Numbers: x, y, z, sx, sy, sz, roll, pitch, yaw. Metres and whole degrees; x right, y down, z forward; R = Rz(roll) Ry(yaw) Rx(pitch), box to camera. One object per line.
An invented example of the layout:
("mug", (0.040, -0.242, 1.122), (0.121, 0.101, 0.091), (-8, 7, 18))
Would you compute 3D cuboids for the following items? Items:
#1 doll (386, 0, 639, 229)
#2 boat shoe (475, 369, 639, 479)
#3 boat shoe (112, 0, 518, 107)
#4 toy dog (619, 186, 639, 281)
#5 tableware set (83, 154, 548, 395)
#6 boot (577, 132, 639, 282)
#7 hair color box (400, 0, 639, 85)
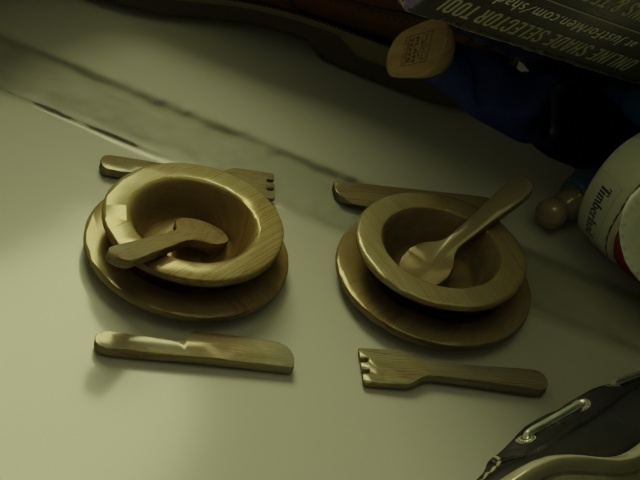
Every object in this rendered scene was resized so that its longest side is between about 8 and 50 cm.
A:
("doll", (0.117, -0.067, 0.685), (0.189, 0.046, 0.129), (20, 68, -32))
("boat shoe", (0.093, 0.097, 0.515), (0.206, 0.075, 0.065), (-24, 10, -33))
("boat shoe", (-0.030, -0.172, 0.745), (0.307, 0.104, 0.111), (16, 39, 0))
("toy dog", (0.156, 0.044, 0.434), (0.161, 0.220, 0.334), (-18, 84, 1))
("tableware set", (0.000, 0.000, 0.598), (0.194, 0.039, 0.128), (6, 39, -13))
("boot", (0.264, -0.002, 0.663), (0.244, 0.088, 0.176), (-23, 53, -29))
("hair color box", (0.094, -0.250, 0.664), (0.185, 0.110, 0.339), (8, 60, -42))
